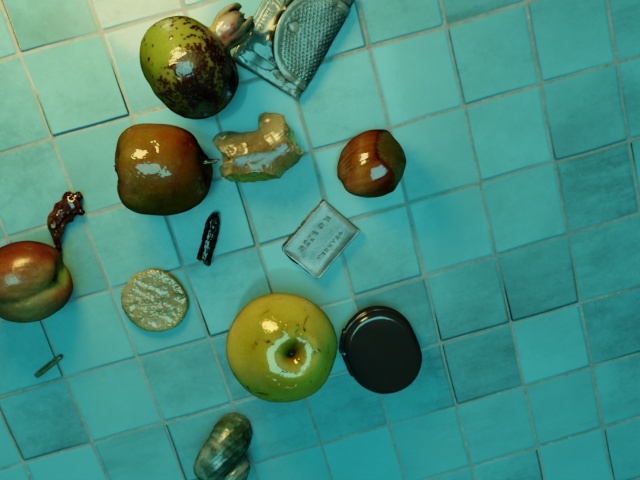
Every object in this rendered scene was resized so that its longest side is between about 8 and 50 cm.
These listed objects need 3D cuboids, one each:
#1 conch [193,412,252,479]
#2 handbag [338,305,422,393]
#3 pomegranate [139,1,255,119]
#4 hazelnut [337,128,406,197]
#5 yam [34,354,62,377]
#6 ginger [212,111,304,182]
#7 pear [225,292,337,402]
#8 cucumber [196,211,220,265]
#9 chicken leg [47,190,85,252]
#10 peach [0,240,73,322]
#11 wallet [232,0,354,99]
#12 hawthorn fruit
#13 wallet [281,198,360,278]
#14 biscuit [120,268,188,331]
[{"bbox_3d":[-0.317,0.740,1.729,0.220,0.195,0.277,-15,76,-28],"label":"conch"},{"bbox_3d":[0.200,0.365,1.712,0.254,0.093,0.308,-23,102,3],"label":"handbag"},{"bbox_3d":[-0.318,-0.508,1.417,0.341,0.285,0.285,-40,101,7],"label":"pomegranate"},{"bbox_3d":[0.158,-0.224,1.556,0.186,0.210,0.210,4,102,-28],"label":"hazelnut"},{"bbox_3d":[-0.899,0.416,1.696,0.116,0.021,0.021,-37,101,6],"label":"yam"},{"bbox_3d":[-0.186,-0.281,1.545,0.276,0.130,0.221,7,90,-3],"label":"ginger"},{"bbox_3d":[-0.119,0.326,1.576,0.348,0.348,0.348,-1,101,-3],"label":"pear"},{"bbox_3d":[-0.353,-0.005,1.628,0.053,0.053,0.181,15,98,-6],"label":"cucumber"},{"bbox_3d":[-0.800,-0.063,1.590,0.089,0.048,0.219,34,98,-6],"label":"chicken leg"},{"bbox_3d":[-0.881,0.122,1.527,0.252,0.252,0.252,-1,101,-3],"label":"peach"},{"bbox_3d":[-0.078,-0.622,1.508,0.237,0.075,0.342,30,98,-12],"label":"wallet"},{"bbox_3d":[-0.436,-0.203,1.484,0.301,0.268,0.267,-4,102,-5],"label":"hawthorn fruit"},{"bbox_3d":[0.000,0.000,1.654,0.167,0.036,0.222,41,96,-10],"label":"wallet"},{"bbox_3d":[-0.538,0.197,1.666,0.220,0.033,0.220,0,101,-2],"label":"biscuit"}]
